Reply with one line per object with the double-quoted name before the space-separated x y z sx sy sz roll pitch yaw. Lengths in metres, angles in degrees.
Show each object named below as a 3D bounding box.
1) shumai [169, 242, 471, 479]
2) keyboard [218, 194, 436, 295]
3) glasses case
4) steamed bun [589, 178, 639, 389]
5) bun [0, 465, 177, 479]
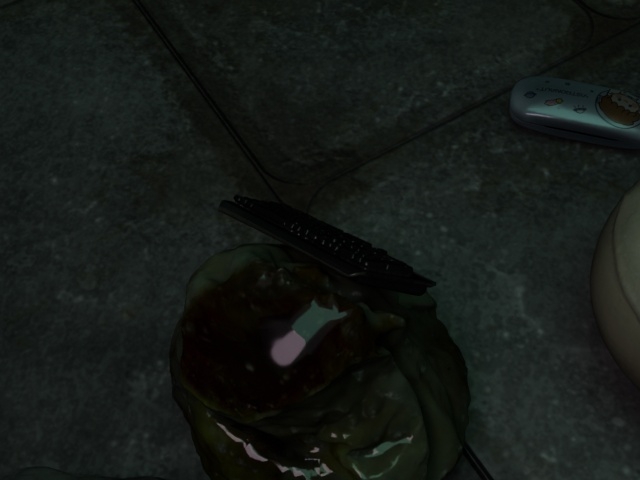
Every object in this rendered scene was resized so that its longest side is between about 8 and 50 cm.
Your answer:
"shumai" -0.002 0.080 0.795 0.309 0.263 0.304 22 62 15
"keyboard" 0.000 0.000 0.773 0.094 0.025 0.230 11 9 -36
"glasses case" 0.315 -0.153 1.061 0.179 0.045 0.067 14 59 10
"steamed bun" 0.396 0.057 0.843 0.283 0.177 0.283 -3 58 5
"bun" -0.202 0.335 0.676 0.355 0.194 0.354 -3 55 4
